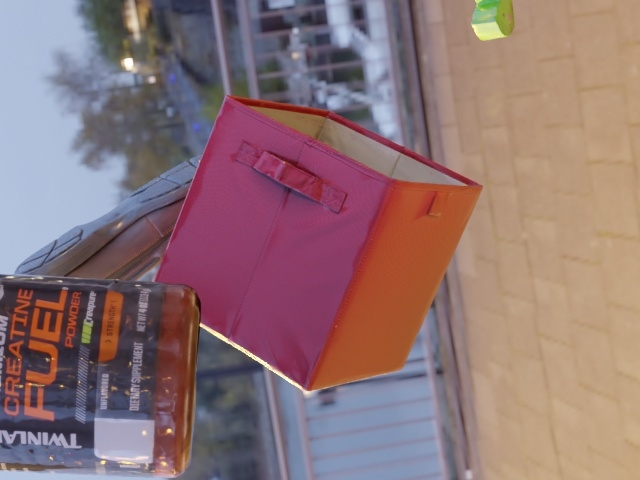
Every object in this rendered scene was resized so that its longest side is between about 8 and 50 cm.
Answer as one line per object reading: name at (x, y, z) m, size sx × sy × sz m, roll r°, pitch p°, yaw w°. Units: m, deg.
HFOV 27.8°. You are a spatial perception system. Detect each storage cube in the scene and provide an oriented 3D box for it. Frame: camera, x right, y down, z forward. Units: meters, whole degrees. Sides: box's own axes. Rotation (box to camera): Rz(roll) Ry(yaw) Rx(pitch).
storage cube at (0.000, 0.000, 1.142) m, size 0.215 × 0.184 × 0.193 m, roll 0°, pitch -64°, yaw -62°

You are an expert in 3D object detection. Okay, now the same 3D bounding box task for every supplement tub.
supplement tub at (-0.164, 0.070, 0.679) m, size 0.106 × 0.198 × 0.106 m, roll -177°, pitch 90°, yaw -85°

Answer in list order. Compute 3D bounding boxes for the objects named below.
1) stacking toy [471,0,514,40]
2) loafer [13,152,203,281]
stacking toy at (0.131, -0.215, 0.680) m, size 0.052 × 0.167 × 0.221 m, roll -37°, pitch -62°, yaw -47°
loafer at (-0.169, -0.004, 1.281) m, size 0.084 × 0.268 × 0.096 m, roll 62°, pitch 170°, yaw -19°
